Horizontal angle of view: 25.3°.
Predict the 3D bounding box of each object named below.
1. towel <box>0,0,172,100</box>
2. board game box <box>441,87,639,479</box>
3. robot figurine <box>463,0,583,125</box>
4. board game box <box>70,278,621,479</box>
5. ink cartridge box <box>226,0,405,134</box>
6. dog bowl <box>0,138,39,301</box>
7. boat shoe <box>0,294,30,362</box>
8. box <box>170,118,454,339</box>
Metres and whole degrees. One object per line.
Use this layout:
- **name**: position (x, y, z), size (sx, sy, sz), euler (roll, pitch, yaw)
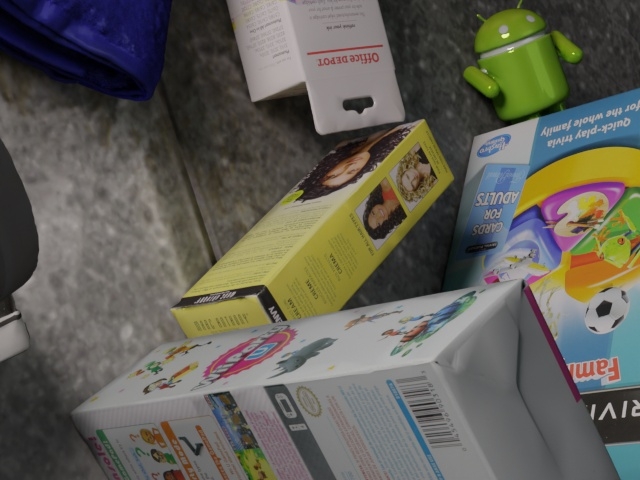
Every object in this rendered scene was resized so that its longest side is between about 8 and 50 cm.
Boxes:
- **towel**: position (-0.173, -0.263, 0.906), size (0.227, 0.076, 0.308), euler (33, 57, -44)
- **board game box**: position (0.205, 0.049, 1.075), size (0.079, 0.254, 0.336), euler (35, 57, -34)
- **robot figurine**: position (0.173, -0.148, 1.227), size (0.101, 0.067, 0.115), euler (-23, 98, -15)
- **board game box**: position (0.022, 0.155, 0.823), size (0.097, 0.303, 0.224), euler (-40, 109, -44)
- **ink cartridge box**: position (-0.010, -0.164, 1.048), size (0.104, 0.061, 0.181), euler (-13, 89, -46)
- **dog bowl**: position (-0.280, -0.060, 0.558), size (0.349, 0.349, 0.102), euler (49, 63, -25)
- **boat shoe**: position (-0.248, 0.062, 0.742), size (0.219, 0.078, 0.070), euler (-28, 101, -54)
- **box**: position (0.000, 0.000, 1.001), size (0.232, 0.087, 0.058), euler (-48, 116, -42)
